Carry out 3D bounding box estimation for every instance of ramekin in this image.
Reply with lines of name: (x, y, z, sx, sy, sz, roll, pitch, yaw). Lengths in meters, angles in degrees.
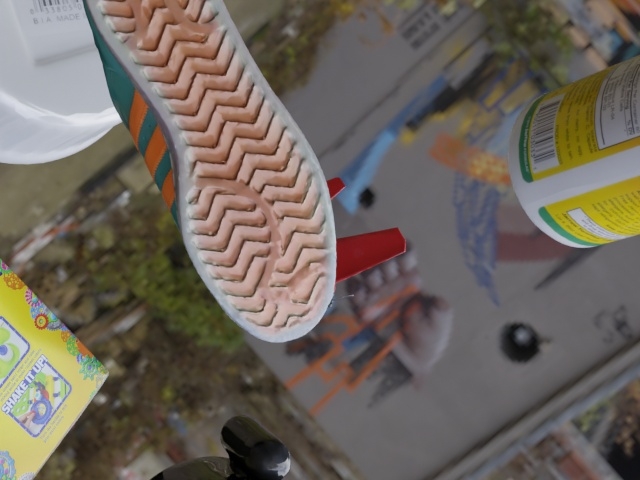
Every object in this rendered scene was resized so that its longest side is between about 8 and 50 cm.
ramekin: (-0.254, -0.213, 1.261, 0.277, 0.277, 0.135, -41, -162, -29)

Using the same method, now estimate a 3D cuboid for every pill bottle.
pill bottle: (0.234, -0.070, 0.929, 0.117, 0.117, 0.208, -41, -168, -35)

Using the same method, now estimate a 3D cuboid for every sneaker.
sneaker: (-0.077, -0.075, 0.980, 0.108, 0.302, 0.121, -24, -172, -8)

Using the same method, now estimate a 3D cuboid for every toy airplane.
toy airplane: (0.000, 0.000, 1.229, 0.151, 0.151, 0.028, -41, 136, -10)

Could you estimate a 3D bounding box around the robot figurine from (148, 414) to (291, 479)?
robot figurine: (-0.079, 0.274, 1.146, 0.173, 0.209, 0.278, -28, -168, -15)

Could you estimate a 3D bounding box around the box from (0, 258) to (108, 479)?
box: (-0.434, 0.108, 1.474, 0.290, 0.279, 0.177, 3, -130, 46)
